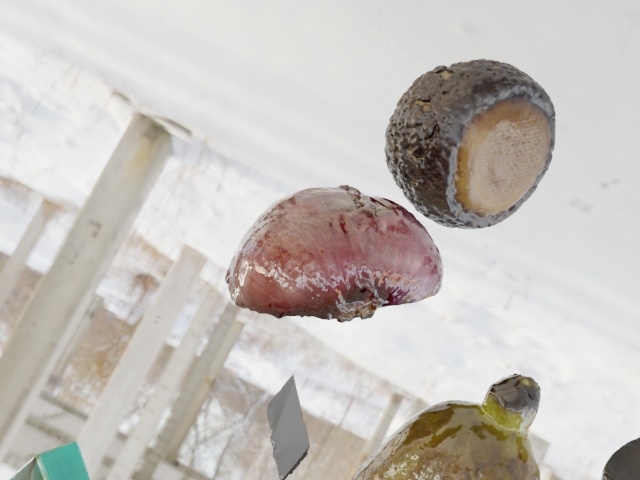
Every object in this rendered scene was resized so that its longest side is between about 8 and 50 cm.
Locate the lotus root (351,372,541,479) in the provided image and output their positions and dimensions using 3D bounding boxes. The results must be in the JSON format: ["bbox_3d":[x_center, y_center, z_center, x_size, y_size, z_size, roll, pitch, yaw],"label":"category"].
[{"bbox_3d":[0.123,0.265,0.946,0.141,0.314,0.169,31,-167,-47],"label":"lotus root"}]

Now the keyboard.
[{"bbox_3d":[-0.047,0.273,1.377,0.015,0.074,0.196,37,-168,-21],"label":"keyboard"}]

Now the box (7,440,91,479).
[{"bbox_3d":[-0.196,0.288,0.757,0.042,0.226,0.161,-15,165,-36],"label":"box"}]

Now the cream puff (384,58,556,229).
[{"bbox_3d":[0.197,-0.134,1.267,0.239,0.239,0.165,35,-178,-42],"label":"cream puff"}]

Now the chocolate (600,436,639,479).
[{"bbox_3d":[0.482,0.371,1.394,0.125,0.148,0.080,-2,135,7],"label":"chocolate"}]

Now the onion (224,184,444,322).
[{"bbox_3d":[0.000,0.000,1.039,0.227,0.120,0.283,-5,-169,-19],"label":"onion"}]
